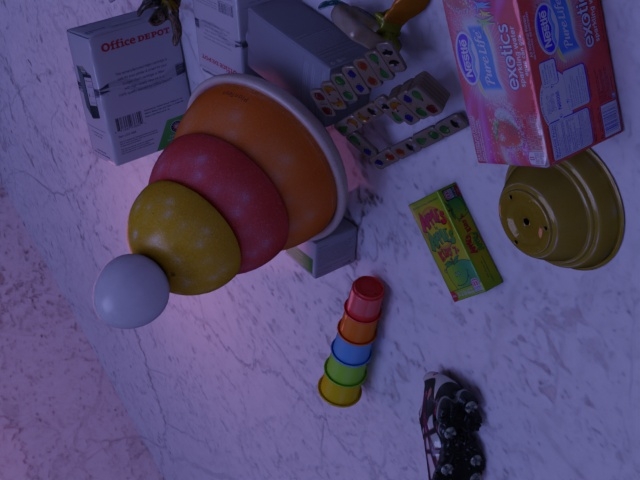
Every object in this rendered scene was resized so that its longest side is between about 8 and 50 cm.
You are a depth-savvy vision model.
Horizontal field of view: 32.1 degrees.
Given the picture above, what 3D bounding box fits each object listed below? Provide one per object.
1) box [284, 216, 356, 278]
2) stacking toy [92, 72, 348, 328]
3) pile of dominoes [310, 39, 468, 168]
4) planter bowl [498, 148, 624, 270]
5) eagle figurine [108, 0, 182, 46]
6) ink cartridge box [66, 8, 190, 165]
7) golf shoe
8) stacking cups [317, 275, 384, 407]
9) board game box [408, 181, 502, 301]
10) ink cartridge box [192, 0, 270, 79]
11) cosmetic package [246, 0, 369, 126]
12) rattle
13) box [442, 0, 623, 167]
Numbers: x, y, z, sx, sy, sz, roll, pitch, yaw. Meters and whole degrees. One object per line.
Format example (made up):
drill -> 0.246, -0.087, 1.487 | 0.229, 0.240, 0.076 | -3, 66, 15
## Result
box -> 0.000, 0.000, 2.119 | 0.101, 0.102, 0.087 | 39, 139, 39
stacking toy -> -0.212, -0.027, 1.863 | 0.350, 0.480, 0.351 | 27, 142, 24
pile of dominoes -> 0.097, -0.201, 1.772 | 0.196, 0.040, 0.251 | 40, 147, -18
planter bowl -> 0.323, -0.041, 1.601 | 0.217, 0.090, 0.217 | 37, 140, 39
eagle figurine -> -0.311, -0.563, 2.102 | 0.226, 0.225, 0.298 | 42, 161, 35
ink cartridge box -> -0.403, -0.337, 2.398 | 0.121, 0.211, 0.289 | 26, 131, 49
golf shoe -> 0.235, 0.368, 2.047 | 0.120, 0.105, 0.273 | -132, 37, -56
stacking cups -> 0.063, 0.192, 2.183 | 0.096, 0.096, 0.316 | 44, 140, 32
board game box -> 0.222, 0.005, 1.835 | 0.092, 0.043, 0.181 | -28, 88, 60
ink cartridge box -> -0.161, -0.410, 2.083 | 0.158, 0.092, 0.218 | 33, 135, 42
cosmetic package -> -0.023, -0.316, 1.931 | 0.238, 0.107, 0.127 | 46, 146, 34
rattle -> 0.081, -0.382, 1.762 | 0.200, 0.130, 0.143 | -106, 30, -57
box -> 0.272, -0.260, 1.459 | 0.142, 0.154, 0.300 | 10, 120, 54
